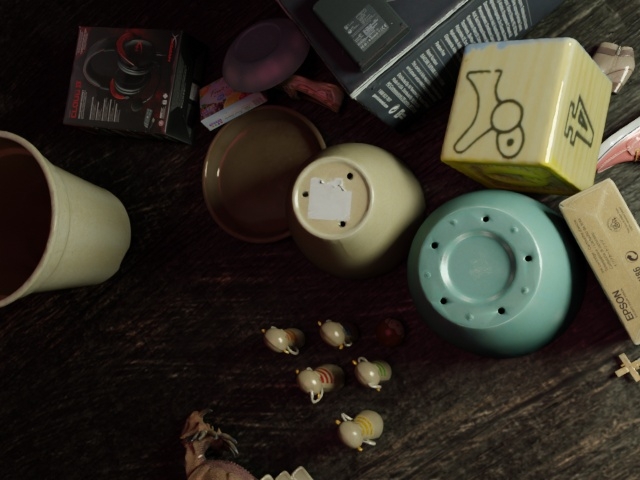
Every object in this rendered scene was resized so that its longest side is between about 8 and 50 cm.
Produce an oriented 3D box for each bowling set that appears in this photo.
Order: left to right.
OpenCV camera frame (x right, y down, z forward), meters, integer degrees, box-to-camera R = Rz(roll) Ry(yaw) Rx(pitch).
[{"bbox_3d":[0.045,0.202,1.272,0.287,0.154,0.200,43,100,19],"label":"bowling set"}]

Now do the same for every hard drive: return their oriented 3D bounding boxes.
[{"bbox_3d":[0.058,-0.334,1.084,0.094,0.022,0.135,-40,74,14],"label":"hard drive"}]

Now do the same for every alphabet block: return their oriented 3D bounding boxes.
[{"bbox_3d":[0.332,-0.191,1.152,0.192,0.193,0.197,10,85,43],"label":"alphabet block"}]

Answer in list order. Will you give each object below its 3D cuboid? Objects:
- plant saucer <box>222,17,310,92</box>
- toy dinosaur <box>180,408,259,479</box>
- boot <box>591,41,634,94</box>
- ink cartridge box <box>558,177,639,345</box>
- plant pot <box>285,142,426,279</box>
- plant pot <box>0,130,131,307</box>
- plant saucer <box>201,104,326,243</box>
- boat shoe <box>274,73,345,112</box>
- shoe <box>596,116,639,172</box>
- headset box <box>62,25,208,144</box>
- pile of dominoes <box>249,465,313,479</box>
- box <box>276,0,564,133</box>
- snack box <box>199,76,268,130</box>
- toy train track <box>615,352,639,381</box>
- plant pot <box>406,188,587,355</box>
[{"bbox_3d":[-0.116,-0.378,1.418,0.195,0.037,0.194,-12,56,19],"label":"plant saucer"},{"bbox_3d":[-0.178,0.458,1.355,0.296,0.127,0.200,27,83,14],"label":"toy dinosaur"},{"bbox_3d":[0.470,-0.295,1.223,0.119,0.042,0.086,15,84,21],"label":"boot"},{"bbox_3d":[0.465,0.035,1.104,0.088,0.193,0.234,-29,74,18],"label":"ink cartridge box"},{"bbox_3d":[0.043,-0.057,1.213,0.257,0.274,0.256,0,89,11],"label":"plant pot"},{"bbox_3d":[-0.563,-0.024,1.451,0.334,0.305,0.333,-2,84,21],"label":"plant pot"},{"bbox_3d":[-0.107,-0.130,1.427,0.278,0.041,0.277,-3,83,22],"label":"plant saucer"},{"bbox_3d":[-0.028,-0.288,1.406,0.153,0.056,0.048,16,86,15],"label":"boat shoe"},{"bbox_3d":[0.525,-0.150,1.170,0.178,0.063,0.081,-37,69,10],"label":"shoe"},{"bbox_3d":[-0.406,-0.330,1.526,0.293,0.110,0.217,9,88,22],"label":"headset box"},{"bbox_3d":[-0.103,0.526,1.292,0.040,0.251,0.195,-38,64,61],"label":"pile of dominoes"},{"bbox_3d":[0.148,-0.531,1.231,0.472,0.297,0.479,-38,74,16],"label":"box"},{"bbox_3d":[-0.177,-0.294,1.453,0.141,0.037,0.100,-24,48,17],"label":"snack box"},{"bbox_3d":[0.518,0.198,1.165,0.083,0.014,0.048,-32,67,10],"label":"toy train track"},{"bbox_3d":[0.272,0.048,1.157,0.293,0.235,0.292,-3,83,21],"label":"plant pot"}]
